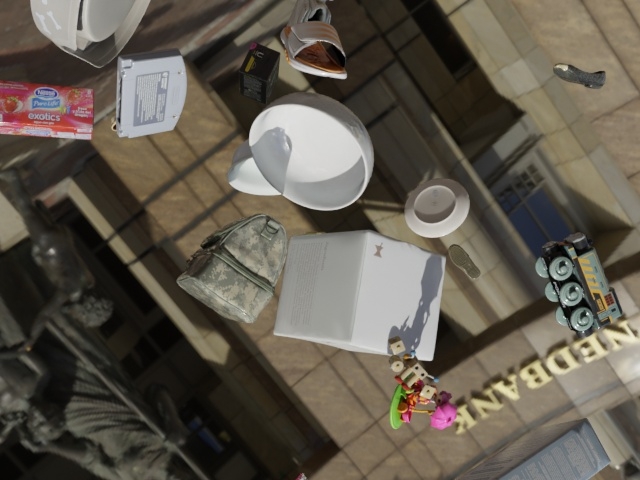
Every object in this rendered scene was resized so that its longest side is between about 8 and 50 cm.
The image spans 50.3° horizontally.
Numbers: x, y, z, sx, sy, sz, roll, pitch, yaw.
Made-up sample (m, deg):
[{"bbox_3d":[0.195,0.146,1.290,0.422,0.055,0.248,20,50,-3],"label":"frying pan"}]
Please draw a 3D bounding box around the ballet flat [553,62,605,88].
[{"bbox_3d":[0.654,-0.424,1.727,0.057,0.173,0.049,19,-80,60],"label":"ballet flat"}]

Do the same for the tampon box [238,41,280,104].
[{"bbox_3d":[-0.203,-0.555,2.270,0.161,0.101,0.120,110,2,-73],"label":"tampon box"}]

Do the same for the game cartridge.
[{"bbox_3d":[-0.489,-0.427,1.978,0.198,0.062,0.297,-21,153,-30],"label":"game cartridge"}]

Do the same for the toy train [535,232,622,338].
[{"bbox_3d":[0.824,0.141,2.175,0.190,0.334,0.142,-24,-175,-8],"label":"toy train"}]

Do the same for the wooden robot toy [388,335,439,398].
[{"bbox_3d":[0.196,0.282,1.544,0.076,0.173,0.079,-39,-160,4],"label":"wooden robot toy"}]

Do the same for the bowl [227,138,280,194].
[{"bbox_3d":[-0.150,-0.261,2.143,0.298,0.134,0.298,-6,160,-2],"label":"bowl"}]

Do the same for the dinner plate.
[{"bbox_3d":[0.242,-0.073,1.435,0.141,0.017,0.141,-12,-121,20],"label":"dinner plate"}]

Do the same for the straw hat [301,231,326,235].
[{"bbox_3d":[0.000,0.000,2.544,0.144,0.144,0.061,-29,-155,42],"label":"straw hat"}]

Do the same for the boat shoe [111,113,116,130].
[{"bbox_3d":[-0.662,-0.424,2.392,0.170,0.063,0.059,-16,-128,23],"label":"boat shoe"}]

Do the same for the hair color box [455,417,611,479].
[{"bbox_3d":[0.434,0.529,1.497,0.374,0.113,0.185,-19,167,-30],"label":"hair color box"}]

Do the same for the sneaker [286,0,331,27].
[{"bbox_3d":[-0.004,-0.689,1.919,0.169,0.108,0.292,-127,-131,-59],"label":"sneaker"}]

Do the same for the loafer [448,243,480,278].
[{"bbox_3d":[0.474,0.068,2.272,0.056,0.148,0.050,-38,-165,8],"label":"loafer"}]

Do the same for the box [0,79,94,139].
[{"bbox_3d":[-0.771,-0.363,1.914,0.257,0.122,0.128,1,174,-18],"label":"box"}]

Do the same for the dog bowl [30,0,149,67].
[{"bbox_3d":[-0.394,-0.490,1.228,0.349,0.102,0.348,-155,-90,-87],"label":"dog bowl"}]

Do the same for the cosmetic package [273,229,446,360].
[{"bbox_3d":[0.114,0.168,2.079,0.394,0.329,0.327,-4,-108,53],"label":"cosmetic package"}]

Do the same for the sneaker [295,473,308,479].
[{"bbox_3d":[-0.070,0.764,2.010,0.170,0.075,0.063,-58,169,28],"label":"sneaker"}]

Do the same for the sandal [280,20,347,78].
[{"bbox_3d":[-0.019,-0.378,1.275,0.265,0.102,0.076,-116,-143,-52],"label":"sandal"}]

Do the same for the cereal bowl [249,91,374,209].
[{"bbox_3d":[-0.008,-0.249,1.794,0.339,0.339,0.141,-27,-158,46],"label":"cereal bowl"}]

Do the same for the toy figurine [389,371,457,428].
[{"bbox_3d":[0.289,0.435,1.815,0.159,0.130,0.173,7,-134,27],"label":"toy figurine"}]

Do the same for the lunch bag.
[{"bbox_3d":[-0.217,0.058,1.790,0.256,0.212,0.305,-55,-167,-16],"label":"lunch bag"}]
